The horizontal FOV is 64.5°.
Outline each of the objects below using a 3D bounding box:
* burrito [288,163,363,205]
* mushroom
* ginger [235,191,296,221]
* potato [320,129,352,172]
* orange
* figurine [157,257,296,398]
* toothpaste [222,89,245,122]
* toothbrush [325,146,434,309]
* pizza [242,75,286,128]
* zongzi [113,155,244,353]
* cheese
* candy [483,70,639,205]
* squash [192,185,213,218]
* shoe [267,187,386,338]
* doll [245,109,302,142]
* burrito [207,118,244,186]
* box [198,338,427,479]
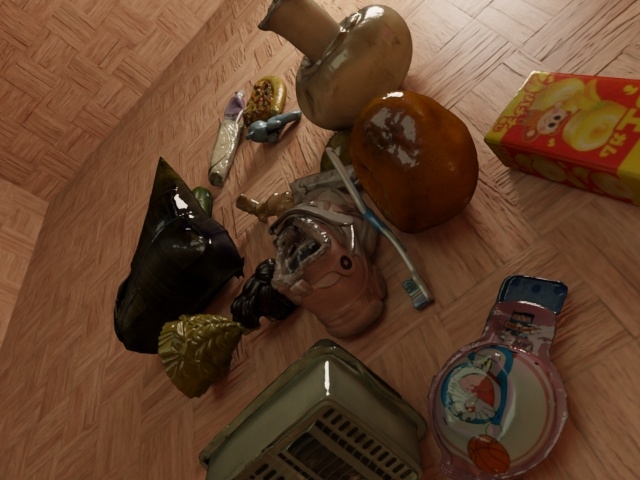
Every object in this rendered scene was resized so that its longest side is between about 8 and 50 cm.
[{"bbox_3d":[0.020,-0.125,1.124,0.203,0.064,0.064,-14,49,22],"label":"burrito"},{"bbox_3d":[0.027,-0.432,1.166,0.314,0.336,0.314,-44,27,29],"label":"mushroom"},{"bbox_3d":[-0.110,-0.087,1.264,0.288,0.075,0.089,7,70,47],"label":"ginger"},{"bbox_3d":[0.044,-0.197,1.178,0.092,0.070,0.137,14,73,55],"label":"potato"},{"bbox_3d":[0.166,-0.141,0.867,0.183,0.249,0.249,-31,36,-5],"label":"orange"},{"bbox_3d":[-0.170,0.173,1.079,0.315,0.168,0.187,-34,11,9],"label":"figurine"},{"bbox_3d":[-0.327,-0.408,1.798,0.075,0.048,0.300,-7,58,41],"label":"toothpaste"},{"bbox_3d":[0.099,-0.043,0.924,0.040,0.040,0.386,-39,58,20],"label":"toothbrush"},{"bbox_3d":[-0.194,-0.455,1.671,0.197,0.058,0.292,-41,38,19],"label":"pizza"},{"bbox_3d":[-0.435,0.039,1.341,0.403,0.208,0.432,-49,59,15],"label":"zongzi"},{"bbox_3d":[0.233,0.174,0.655,0.189,0.074,0.285,11,68,50],"label":"cheese"},{"bbox_3d":[0.391,-0.154,0.734,0.146,0.088,0.276,-54,35,-2],"label":"candy"},{"bbox_3d":[-0.361,-0.050,1.509,0.087,0.087,0.331,-35,41,24],"label":"squash"},{"bbox_3d":[0.002,-0.002,0.956,0.172,0.198,0.351,-37,40,18],"label":"shoe"},{"bbox_3d":[-0.133,-0.330,1.504,0.180,0.075,0.120,-11,12,20],"label":"doll"},{"bbox_3d":[-0.317,-0.297,1.674,0.082,0.059,0.275,7,60,6],"label":"burrito"},{"bbox_3d":[-0.013,0.293,0.713,0.290,0.220,0.166,-44,15,14],"label":"box"}]
